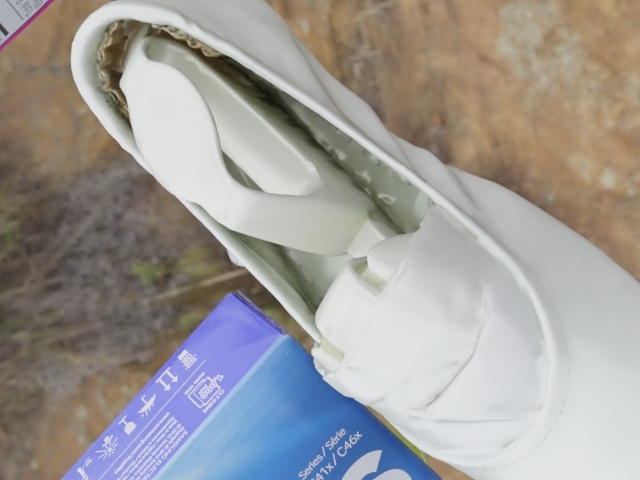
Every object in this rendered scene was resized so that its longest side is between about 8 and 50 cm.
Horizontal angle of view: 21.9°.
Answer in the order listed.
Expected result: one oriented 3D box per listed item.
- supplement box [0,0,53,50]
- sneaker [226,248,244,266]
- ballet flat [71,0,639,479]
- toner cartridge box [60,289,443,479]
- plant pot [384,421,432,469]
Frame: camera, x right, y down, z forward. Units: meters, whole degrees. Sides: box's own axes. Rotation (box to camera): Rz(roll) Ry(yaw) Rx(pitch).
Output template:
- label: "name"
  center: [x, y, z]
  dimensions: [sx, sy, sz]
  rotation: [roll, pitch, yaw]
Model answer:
- label: "supplement box"
  center: [-0.094, -0.171, 0.535]
  dimensions: [0.111, 0.220, 0.114]
  rotation: [45, 175, 14]
- label: "sneaker"
  center: [0.000, 0.000, 1.295]
  dimensions: [0.054, 0.152, 0.061]
  rotation: [46, 147, 50]
- label: "ballet flat"
  center: [0.014, 0.005, 0.797]
  dimensions: [0.400, 0.139, 0.139]
  rotation: [43, 136, 28]
- label: "toner cartridge box"
  center: [-0.102, 0.213, 0.948]
  dimensions: [0.165, 0.348, 0.075]
  rotation: [45, 174, -33]
- label: "plant pot"
  center: [-0.024, 0.305, 1.182]
  dimensions: [0.275, 0.293, 0.275]
  rotation: [159, 90, -89]
